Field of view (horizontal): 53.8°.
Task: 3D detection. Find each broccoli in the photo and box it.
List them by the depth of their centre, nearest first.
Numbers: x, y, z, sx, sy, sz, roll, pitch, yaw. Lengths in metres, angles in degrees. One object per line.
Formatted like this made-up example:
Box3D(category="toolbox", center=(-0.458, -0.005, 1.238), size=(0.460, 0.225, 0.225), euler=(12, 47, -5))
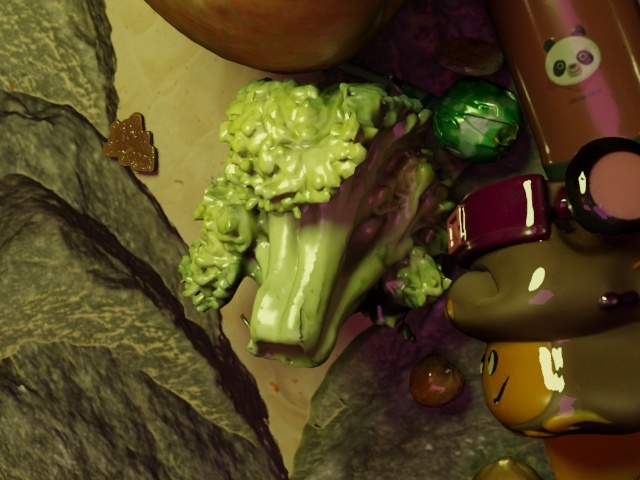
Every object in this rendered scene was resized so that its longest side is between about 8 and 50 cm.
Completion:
Box3D(category="broccoli", center=(0.008, -0.002, 0.667), size=(0.293, 0.281, 0.348), euler=(23, 150, -6))

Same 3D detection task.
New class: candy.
Box3D(category="candy", center=(0.084, -0.184, 0.755), size=(0.323, 0.097, 0.097), euler=(27, 107, 19))

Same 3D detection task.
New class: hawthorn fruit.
Box3D(category="hawthorn fruit", center=(0.140, 0.196, 0.819), size=(0.066, 0.067, 0.103), euler=(33, 120, 7))

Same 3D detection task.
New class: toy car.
Box3D(category="toy car", center=(0.288, 0.055, 0.592), size=(0.340, 0.271, 0.241), euler=(-3, 79, 2))

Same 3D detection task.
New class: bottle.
Box3D(category="bottle", center=(0.253, -0.235, 0.652), size=(0.144, 0.144, 0.336), euler=(-20, 95, 19))

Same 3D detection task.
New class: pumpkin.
Box3D(category="pumpkin", center=(0.302, 0.193, 0.701), size=(0.139, 0.190, 0.281), euler=(-35, 90, 20))

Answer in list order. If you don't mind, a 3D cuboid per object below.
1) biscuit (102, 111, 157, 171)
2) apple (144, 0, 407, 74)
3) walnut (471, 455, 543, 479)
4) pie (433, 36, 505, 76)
Box3D(category="biscuit", center=(-0.261, -0.132, 0.887), size=(0.092, 0.016, 0.082), euler=(45, 104, 2))
Box3D(category="apple", center=(-0.036, -0.370, 0.584), size=(0.346, 0.391, 0.391), euler=(36, 108, 5))
Box3D(category="walnut", center=(0.241, 0.388, 0.790), size=(0.137, 0.137, 0.245), euler=(-3, 92, 17))
Box3D(category="pie", center=(0.169, -0.208, 0.721), size=(0.084, 0.084, 0.021), euler=(12, 133, 13))
